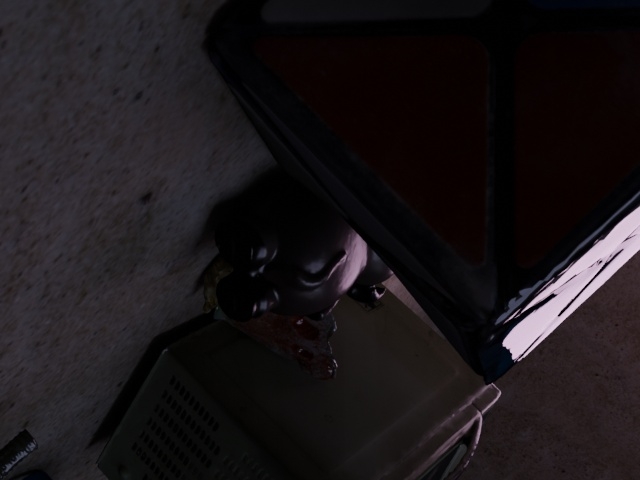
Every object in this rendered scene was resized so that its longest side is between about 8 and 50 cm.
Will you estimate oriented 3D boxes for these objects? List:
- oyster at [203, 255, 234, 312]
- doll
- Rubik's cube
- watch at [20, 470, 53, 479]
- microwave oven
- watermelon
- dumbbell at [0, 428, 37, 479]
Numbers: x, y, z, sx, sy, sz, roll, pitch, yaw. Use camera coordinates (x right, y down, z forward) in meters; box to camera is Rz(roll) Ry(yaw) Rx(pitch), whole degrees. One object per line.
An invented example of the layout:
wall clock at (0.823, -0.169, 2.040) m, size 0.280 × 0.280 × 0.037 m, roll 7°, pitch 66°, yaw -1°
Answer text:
oyster at (-0.096, 0.027, 1.080) m, size 0.081 × 0.038 × 0.083 m, roll -46°, pitch -166°, yaw 39°
doll at (0.001, 0.001, 1.045) m, size 0.257 × 0.117 × 0.182 m, roll -27°, pitch 128°, yaw -49°
Rubik's cube at (0.137, -0.099, 0.809) m, size 0.307 × 0.305 × 0.310 m, roll -44°, pitch 166°, yaw -3°
watch at (-0.321, 0.361, 1.109) m, size 0.200 × 0.171 × 0.196 m, roll -53°, pitch -179°, yaw -19°
microwave oven at (-0.014, 0.244, 1.267) m, size 0.394 × 0.333 × 0.247 m, roll -24°, pitch 150°, yaw -54°
watermelon at (-0.045, 0.075, 1.151) m, size 0.121 × 0.158 × 0.098 m, roll 6°, pitch 133°, yaw -37°
dumbbell at (-0.343, 0.253, 0.872) m, size 0.254 × 0.081 × 0.081 m, roll -42°, pitch 165°, yaw -16°
